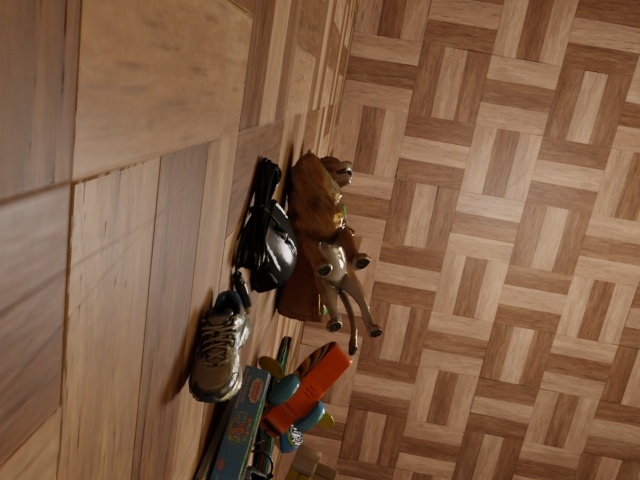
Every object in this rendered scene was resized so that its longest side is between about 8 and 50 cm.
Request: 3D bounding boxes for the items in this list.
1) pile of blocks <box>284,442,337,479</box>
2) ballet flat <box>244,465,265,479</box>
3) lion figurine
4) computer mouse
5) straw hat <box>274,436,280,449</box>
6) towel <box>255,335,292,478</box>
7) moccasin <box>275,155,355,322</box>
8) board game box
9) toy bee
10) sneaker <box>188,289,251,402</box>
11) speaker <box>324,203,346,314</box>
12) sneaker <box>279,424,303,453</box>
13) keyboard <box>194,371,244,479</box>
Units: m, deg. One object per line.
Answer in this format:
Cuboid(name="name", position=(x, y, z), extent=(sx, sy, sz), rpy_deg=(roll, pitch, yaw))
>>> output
Cuboid(name="pile of blocks", position=(-0.055, 0.542, 0.995), extent=(0.149, 0.113, 0.362), rpy_deg=(-35, 147, -79))
Cuboid(name="ballet flat", position=(-0.146, 0.511, 1.205), extent=(0.173, 0.049, 0.057), rpy_deg=(88, 12, -80))
Cuboid(name="lion figurine", position=(0.019, 0.032, 1.128), extent=(0.240, 0.142, 0.392), rpy_deg=(-117, -163, -45))
Cuboid(name="computer mouse", position=(-0.069, 0.031, 0.788), extent=(0.262, 0.060, 0.184), rpy_deg=(97, 3, -56))
Cuboid(name="straw hat", position=(-0.131, 0.593, 1.799), extent=(0.061, 0.145, 0.144), rpy_deg=(18, 79, -45))
Cuboid(name="towel", position=(-0.135, 0.482, 1.606), extent=(0.370, 0.040, 0.271), rpy_deg=(-80, 180, -61))
Cuboid(name="moccasin", position=(0.000, 0.000, 1.290), extent=(0.139, 0.147, 0.379), rpy_deg=(32, 68, -88))
Cuboid(name="board game box", position=(-0.114, 0.284, 0.802), extent=(0.211, 0.039, 0.160), rpy_deg=(107, -1, -61))
Cuboid(name="toy bee", position=(-0.077, 0.318, 1.132), extent=(0.162, 0.298, 0.195), rpy_deg=(-23, -90, 60))
Cuboid(name="sneaker", position=(-0.101, 0.098, 0.553), extent=(0.135, 0.052, 0.058), rpy_deg=(-91, 178, -59))
Cuboid(name="speaker", position=(-0.013, 0.043, 1.499), extent=(0.131, 0.131, 0.296), rpy_deg=(-69, 169, -79))
Cuboid(name="sneaker", position=(-0.099, 0.534, 1.704), extent=(0.082, 0.069, 0.209), rpy_deg=(-42, -148, 30))
Cuboid(name="keyboard", position=(-0.137, 0.274, 0.792), extent=(0.256, 0.014, 0.072), rpy_deg=(-72, 172, -72))
